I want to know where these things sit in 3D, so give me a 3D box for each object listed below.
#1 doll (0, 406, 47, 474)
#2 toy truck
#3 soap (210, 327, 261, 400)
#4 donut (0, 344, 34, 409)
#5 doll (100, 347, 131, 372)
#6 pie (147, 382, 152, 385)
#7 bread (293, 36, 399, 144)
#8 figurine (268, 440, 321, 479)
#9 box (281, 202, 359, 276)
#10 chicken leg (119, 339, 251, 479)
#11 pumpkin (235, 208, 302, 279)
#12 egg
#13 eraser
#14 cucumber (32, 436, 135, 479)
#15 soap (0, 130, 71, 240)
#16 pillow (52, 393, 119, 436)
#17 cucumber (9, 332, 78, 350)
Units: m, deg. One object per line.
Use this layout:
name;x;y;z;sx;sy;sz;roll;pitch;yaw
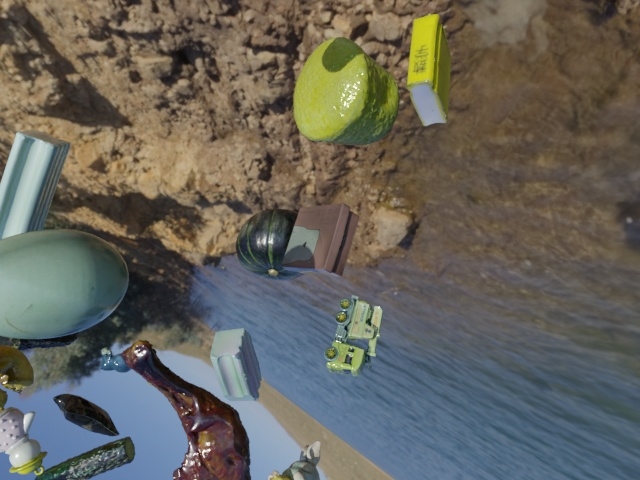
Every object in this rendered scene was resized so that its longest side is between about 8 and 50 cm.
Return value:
doll;-0.707;0.456;0.975;0.207;0.129;0.081;53;161;-3
toy truck;0.076;0.206;0.911;0.100;0.169;0.077;10;152;17
soap;-0.239;0.368;1.220;0.091;0.145;0.231;-6;119;3
donut;-0.732;0.306;0.952;0.181;0.078;0.146;-75;-39;-80
doll;-0.540;0.327;1.130;0.083;0.051;0.076;3;137;1
pie;-0.311;0.292;0.863;0.084;0.021;0.084;15;161;5
bread;0.098;-0.511;1.512;0.307;0.349;0.348;-2;-167;-43
figurine;-0.064;0.625;1.066;0.155;0.236;0.127;17;134;-19
box;0.000;0.000;1.308;0.086;0.215;0.215;28;162;-38
chicken leg;-0.211;0.342;0.725;0.096;0.157;0.407;-5;104;62
pumpkin;-0.160;0.020;1.603;0.323;0.242;0.323;4;160;1
egg;-0.419;0.066;0.657;0.168;0.168;0.230;20;-164;41
eraser;0.269;-0.414;1.035;0.069;0.226;0.158;-2;157;28
cucumber;-0.620;0.587;1.091;0.067;0.293;0.068;-22;-90;-87
soap;-0.703;-0.125;1.022;0.087;0.266;0.160;20;-171;-22
pillow;-0.542;0.405;0.986;0.090;0.048;0.150;35;166;51
cucumber;-0.745;0.265;1.147;0.053;0.053;0.181;25;-172;31
